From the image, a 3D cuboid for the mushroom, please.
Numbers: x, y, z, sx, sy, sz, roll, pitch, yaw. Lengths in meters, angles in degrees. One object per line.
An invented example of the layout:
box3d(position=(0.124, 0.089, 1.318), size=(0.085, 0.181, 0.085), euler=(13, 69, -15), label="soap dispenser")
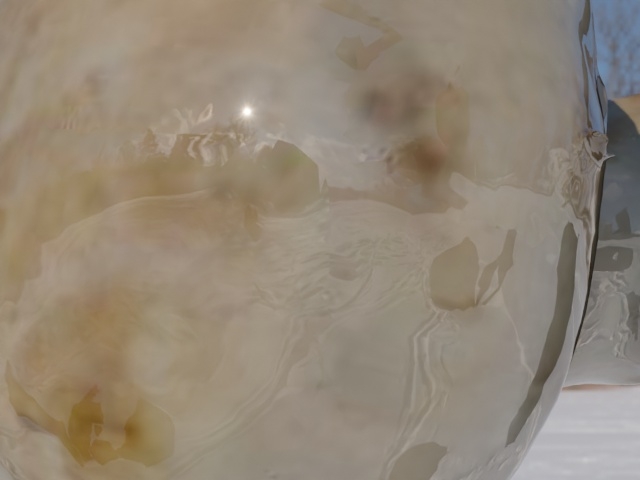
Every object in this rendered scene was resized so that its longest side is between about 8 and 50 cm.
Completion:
box3d(position=(0.000, 0.000, 0.477), size=(0.290, 0.297, 0.297), euler=(18, -16, -33), label="mushroom")
